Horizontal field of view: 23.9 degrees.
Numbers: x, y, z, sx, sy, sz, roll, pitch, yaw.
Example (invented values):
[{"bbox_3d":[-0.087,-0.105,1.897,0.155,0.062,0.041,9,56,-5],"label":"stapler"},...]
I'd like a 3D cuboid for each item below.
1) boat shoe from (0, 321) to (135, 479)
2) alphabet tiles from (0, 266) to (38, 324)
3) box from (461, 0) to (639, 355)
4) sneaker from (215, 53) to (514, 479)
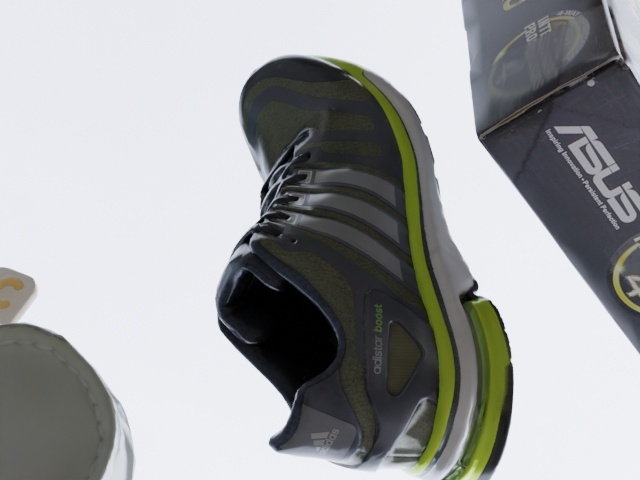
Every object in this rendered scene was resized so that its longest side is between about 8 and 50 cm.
[{"bbox_3d":[-0.164,0.099,0.331,0.113,0.302,0.103,45,-33,19],"label":"boat shoe"},{"bbox_3d":[-0.393,0.116,1.365,0.284,0.021,0.278,18,-121,27],"label":"alphabet tiles"},{"bbox_3d":[0.225,-0.027,0.948,0.097,0.395,0.318,-28,-152,23],"label":"box"},{"bbox_3d":[0.000,0.000,0.806,0.111,0.121,0.300,-64,-146,35],"label":"sneaker"}]
